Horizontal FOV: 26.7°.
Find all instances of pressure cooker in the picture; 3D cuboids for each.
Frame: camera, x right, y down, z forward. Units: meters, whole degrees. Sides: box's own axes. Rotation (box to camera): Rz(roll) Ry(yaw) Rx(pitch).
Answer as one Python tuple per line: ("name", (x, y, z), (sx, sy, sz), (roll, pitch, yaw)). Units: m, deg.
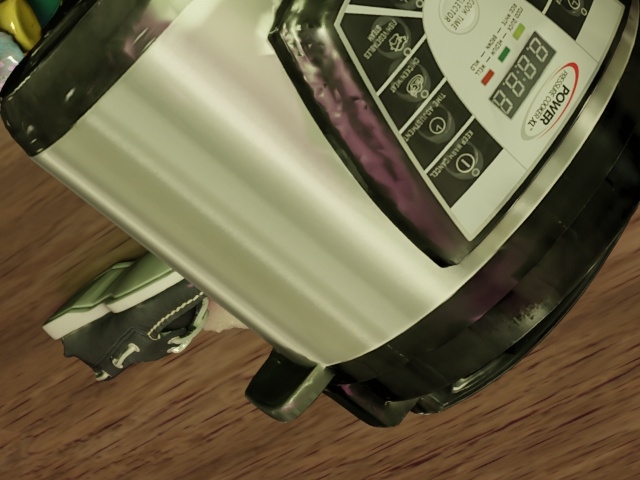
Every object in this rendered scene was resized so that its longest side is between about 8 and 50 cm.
("pressure cooker", (0.043, -0.100, 0.943), (0.420, 0.375, 0.370), (40, 124, -17))

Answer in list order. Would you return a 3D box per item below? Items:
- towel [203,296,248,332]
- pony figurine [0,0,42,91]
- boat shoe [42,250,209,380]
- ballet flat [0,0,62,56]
("towel", (0.000, 0.000, 1.233), (0.282, 0.049, 0.187), (-3, 129, 12))
("pony figurine", (-0.410, -0.142, 1.018), (0.364, 0.302, 0.351), (-14, 127, 14))
("boat shoe", (-0.149, 0.060, 1.217), (0.091, 0.114, 0.302), (49, 151, -12))
("ballet flat", (-0.243, -0.174, 1.120), (0.077, 0.077, 0.231), (-1, 132, 30))
